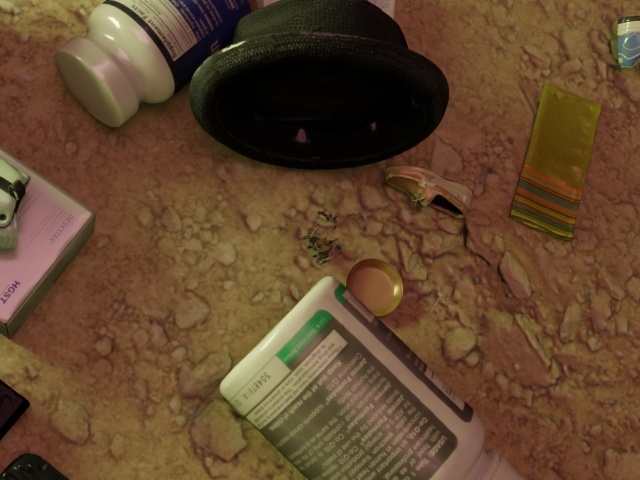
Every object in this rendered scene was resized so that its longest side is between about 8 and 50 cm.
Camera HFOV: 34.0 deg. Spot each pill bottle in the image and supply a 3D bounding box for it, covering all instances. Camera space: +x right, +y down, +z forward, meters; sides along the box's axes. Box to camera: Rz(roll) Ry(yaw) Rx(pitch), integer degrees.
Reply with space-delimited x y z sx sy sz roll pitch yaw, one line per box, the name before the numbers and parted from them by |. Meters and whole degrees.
pill bottle | -0.215 -0.279 1.402 0.153 0.153 0.265 45 68 2
pill bottle | 0.069 0.234 1.289 0.361 0.204 0.204 44 68 2

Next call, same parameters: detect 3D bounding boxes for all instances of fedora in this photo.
fedora | -0.002 -0.223 1.373 0.334 0.334 0.152 7 61 -13

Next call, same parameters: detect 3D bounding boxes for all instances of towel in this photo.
towel | 0.358 -0.121 1.577 0.102 0.021 0.237 22 69 -9

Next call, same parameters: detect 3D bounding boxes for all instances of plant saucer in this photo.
plant saucer | 0.072 0.066 1.444 0.083 0.015 0.083 5 71 -14

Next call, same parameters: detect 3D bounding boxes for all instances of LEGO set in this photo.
LEGO set | 0.002 0.000 1.446 0.054 0.023 0.083 32 55 -6

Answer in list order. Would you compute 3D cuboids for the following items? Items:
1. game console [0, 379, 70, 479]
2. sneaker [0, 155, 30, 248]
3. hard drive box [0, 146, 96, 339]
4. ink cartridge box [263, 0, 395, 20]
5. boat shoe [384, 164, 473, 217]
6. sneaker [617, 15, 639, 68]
game console | -0.377 0.305 1.235 0.361 0.044 0.213 38 69 0
sneaker | -0.433 -0.003 1.192 0.151 0.094 0.256 29 69 -8
hard drive box | -0.426 -0.020 1.297 0.232 0.089 0.181 35 68 -2
ink cartridge box | 0.003 -0.299 1.523 0.208 0.045 0.206 10 71 -13
boat shoe | 0.153 -0.069 1.490 0.135 0.050 0.045 16 64 -10
sneaker | 0.562 -0.298 1.668 0.211 0.080 0.081 9 93 -12
